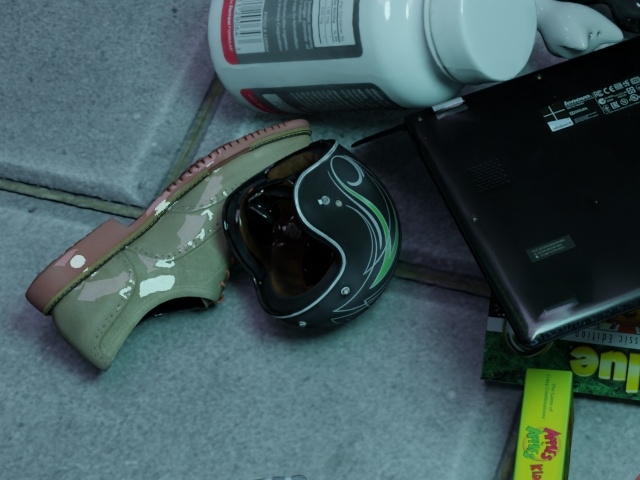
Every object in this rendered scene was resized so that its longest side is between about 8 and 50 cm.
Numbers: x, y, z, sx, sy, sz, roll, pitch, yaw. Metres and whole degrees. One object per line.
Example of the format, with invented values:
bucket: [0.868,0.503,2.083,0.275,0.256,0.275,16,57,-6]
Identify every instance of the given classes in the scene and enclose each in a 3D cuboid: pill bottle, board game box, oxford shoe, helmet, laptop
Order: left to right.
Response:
oxford shoe: [-0.126,0.003,1.790,0.348,0.123,0.130,-37,84,-18]
helmet: [0.000,0.000,1.721,0.169,0.161,0.169,-28,14,7]
pill bottle: [0.053,-0.220,1.795,0.319,0.176,0.176,2,51,40]
board game box: [0.198,0.216,1.574,0.043,0.092,0.181,4,55,12]
laptop: [0.276,-0.070,1.683,0.382,0.236,0.408,-20,58,-10]
board game box: [0.287,0.082,1.657,0.260,0.030,0.136,6,90,13]

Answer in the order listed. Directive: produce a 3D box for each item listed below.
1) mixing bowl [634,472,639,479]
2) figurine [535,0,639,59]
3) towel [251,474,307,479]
mixing bowl: [0.334,0.269,1.458,0.181,0.098,0.181,-1,52,1]
figurine: [0.257,-0.263,1.863,0.209,0.092,0.215,33,38,29]
towel: [-0.105,0.338,1.519,0.235,0.121,0.283,-10,54,1]
